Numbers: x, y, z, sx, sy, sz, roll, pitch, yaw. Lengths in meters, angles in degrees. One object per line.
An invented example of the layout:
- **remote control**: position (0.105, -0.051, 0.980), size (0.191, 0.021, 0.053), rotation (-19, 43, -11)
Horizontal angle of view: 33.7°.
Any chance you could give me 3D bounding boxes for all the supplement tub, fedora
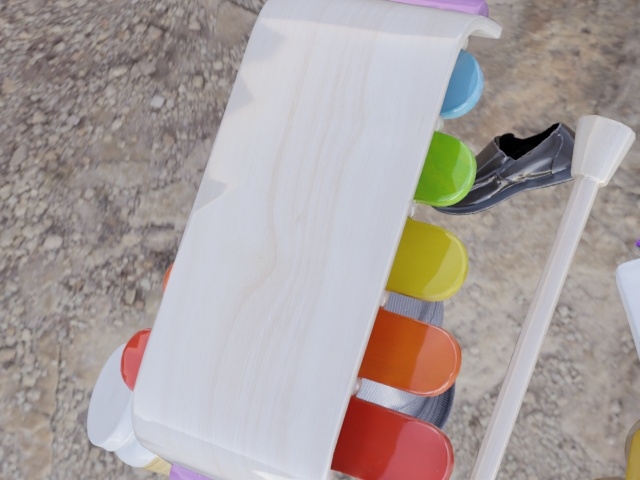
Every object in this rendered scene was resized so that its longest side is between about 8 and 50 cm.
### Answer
- **supplement tub**: position (-0.158, 0.209, 1.251), size (0.199, 0.144, 0.144), rotation (23, 103, -29)
- **fedora**: position (0.057, 0.109, 1.209), size (0.243, 0.275, 0.124), rotation (25, 130, 3)

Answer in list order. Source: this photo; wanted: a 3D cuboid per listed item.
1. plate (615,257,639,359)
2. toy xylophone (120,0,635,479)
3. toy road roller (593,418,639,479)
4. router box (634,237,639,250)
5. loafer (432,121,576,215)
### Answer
- **plate**: position (0.637, 0.151, 1.867), size (0.278, 0.045, 0.277), rotation (-14, 86, -34)
- **toy xylophone**: position (0.022, 0.009, 0.564), size (0.236, 0.081, 0.323), rotation (24, 87, 23)
- **toy road roller**: position (0.446, 0.406, 1.597), size (0.240, 0.202, 0.330), rotation (11, 86, 30)
- **router box**: position (0.439, 0.049, 1.148), size (0.179, 0.133, 0.046), rotation (34, 90, -43)
- **loafer**: position (0.228, -0.099, 1.325), size (0.220, 0.080, 0.078), rotation (-19, 116, 28)
